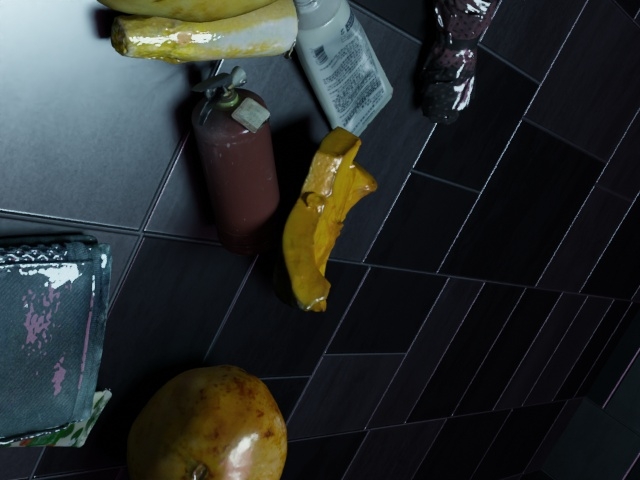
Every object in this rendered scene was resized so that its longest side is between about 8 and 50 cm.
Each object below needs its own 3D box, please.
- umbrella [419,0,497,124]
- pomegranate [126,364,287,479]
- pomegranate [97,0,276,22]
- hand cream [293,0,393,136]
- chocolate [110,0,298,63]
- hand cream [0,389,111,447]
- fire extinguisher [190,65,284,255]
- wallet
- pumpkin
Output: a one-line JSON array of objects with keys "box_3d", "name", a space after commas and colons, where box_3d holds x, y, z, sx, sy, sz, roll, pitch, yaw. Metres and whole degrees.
[{"box_3d": [0.204, -0.321, 1.249, 0.094, 0.090, 0.326, -23, 135, -33], "name": "umbrella"}, {"box_3d": [-0.165, 0.299, 1.232, 0.248, 0.248, 0.248, -31, 140, -30], "name": "pomegranate"}, {"box_3d": [-0.108, -0.343, 0.659, 0.332, 0.332, 0.333, -31, 140, -30], "name": "pomegranate"}, {"box_3d": [0.022, -0.240, 1.135, 0.124, 0.077, 0.341, -51, 154, -7], "name": "hand cream"}, {"box_3d": [-0.129, -0.235, 0.936, 0.219, 0.085, 0.086, -15, 131, -38], "name": "chocolate"}, {"box_3d": [-0.375, 0.223, 1.055, 0.095, 0.059, 0.276, -59, 150, 7], "name": "hand cream"}, {"box_3d": [-0.105, -0.100, 1.055, 0.104, 0.104, 0.269, -35, 143, -26], "name": "fire extinguisher"}, {"box_3d": [-0.388, 0.115, 0.901, 0.342, 0.075, 0.237, -4, 107, -49], "name": "wallet"}, {"box_3d": [0.004, -0.022, 1.178, 0.290, 0.095, 0.258, 71, 38, -80], "name": "pumpkin"}]
